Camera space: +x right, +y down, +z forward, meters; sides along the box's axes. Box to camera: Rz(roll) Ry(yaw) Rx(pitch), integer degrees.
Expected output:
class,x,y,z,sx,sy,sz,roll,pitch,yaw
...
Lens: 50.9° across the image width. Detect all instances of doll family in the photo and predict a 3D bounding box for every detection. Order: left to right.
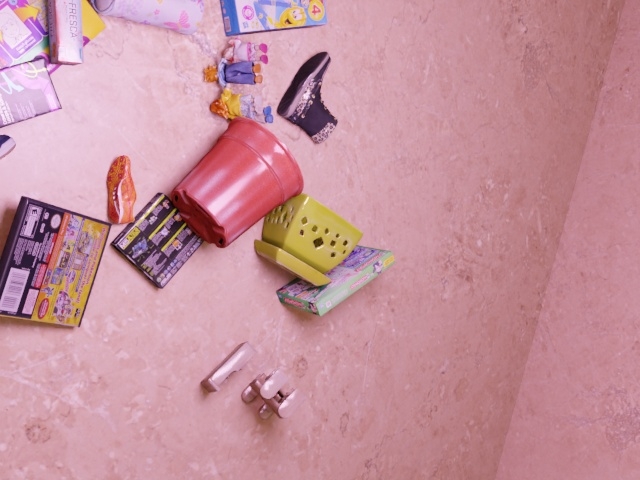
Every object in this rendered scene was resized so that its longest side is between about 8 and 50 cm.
class,x,y,z,sx,sy,sz,roll,pitch,yaw
doll family,-0.233,-0.419,1.813,0.118,0.163,0.263,-27,118,-58

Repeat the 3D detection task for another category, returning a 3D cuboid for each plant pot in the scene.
class,x,y,z,sx,sy,sz,roll,pitch,yaw
plant pot,-0.231,-0.137,1.775,0.265,0.272,0.272,-47,122,-24
plant pot,-0.050,-0.003,1.966,0.228,0.227,0.207,32,83,-27

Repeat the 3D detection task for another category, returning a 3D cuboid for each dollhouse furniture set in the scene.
class,x,y,z,sx,sy,sz,roll,pitch,yaw
dollhouse furniture set,-0.198,0.438,1.941,0.242,0.212,0.161,48,64,-3

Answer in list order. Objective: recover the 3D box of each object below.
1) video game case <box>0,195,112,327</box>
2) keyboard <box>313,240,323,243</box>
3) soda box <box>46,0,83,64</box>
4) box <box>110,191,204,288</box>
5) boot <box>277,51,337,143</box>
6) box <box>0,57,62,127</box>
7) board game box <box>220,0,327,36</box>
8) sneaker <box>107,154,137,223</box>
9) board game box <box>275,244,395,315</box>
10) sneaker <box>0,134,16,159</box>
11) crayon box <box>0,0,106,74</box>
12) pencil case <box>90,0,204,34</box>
class,x,y,z,sx,sy,sz,roll,pitch,yaw
video game case,-0.639,0.058,1.599,0.248,0.035,0.275,23,81,-56
keyboard,0.000,0.000,2.136,0.180,0.023,0.108,-41,119,-27
soda box,-0.560,-0.479,1.473,0.058,0.063,0.183,-5,100,-39
box,-0.428,0.001,1.795,0.191,0.045,0.184,-52,122,-19
boot,-0.008,-0.428,2.026,0.178,0.085,0.236,38,80,-37
box,-0.655,-0.315,1.446,0.162,0.029,0.116,-28,118,-30
board game box,-0.141,-0.742,1.871,0.301,0.086,0.308,-19,108,-34
sneaker,-0.503,-0.131,1.717,0.067,0.064,0.175,-9,108,-57
board game box,0.047,0.112,2.069,0.317,0.213,0.046,-32,115,-29
sneaker,-0.813,-0.207,1.433,0.282,0.099,0.153,-30,116,-27
crayon box,-0.713,-0.483,1.462,0.363,0.106,0.313,-50,122,-21
pencil case,-0.417,-0.577,1.633,0.273,0.124,0.114,-4,73,-49
